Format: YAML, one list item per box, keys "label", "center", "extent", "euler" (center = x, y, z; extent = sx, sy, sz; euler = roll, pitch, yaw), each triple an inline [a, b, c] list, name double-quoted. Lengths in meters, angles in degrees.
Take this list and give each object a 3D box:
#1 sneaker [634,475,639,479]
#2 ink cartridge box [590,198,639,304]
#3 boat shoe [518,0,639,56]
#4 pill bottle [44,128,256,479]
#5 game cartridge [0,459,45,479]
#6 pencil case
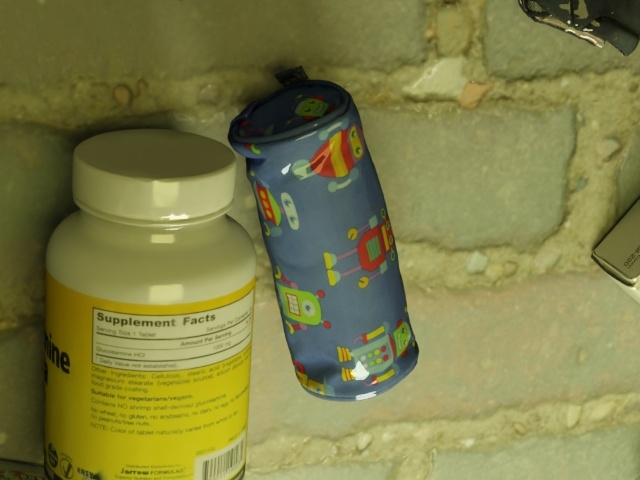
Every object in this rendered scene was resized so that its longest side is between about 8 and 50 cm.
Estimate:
- label: "sneaker"
  center: [0.493, 0.221, 1.828]
  extent: [0.321, 0.126, 0.127]
  euler: [-42, 126, 0]
- label: "ink cartridge box"
  center: [0.417, 0.032, 1.737]
  extent: [0.158, 0.092, 0.218]
  euler: [-49, 122, 2]
- label: "boat shoe"
  center: [0.203, -0.293, 1.487]
  extent: [0.340, 0.127, 0.158]
  euler: [25, 93, -30]
- label: "pill bottle"
  center: [-0.153, 0.079, 1.462]
  extent: [0.187, 0.188, 0.334]
  euler: [-4, 112, -21]
- label: "game cartridge"
  center: [-0.295, 0.267, 1.476]
  extent: [0.297, 0.198, 0.062]
  euler: [13, 105, -27]
- label: "pencil case"
  center: [0.000, 0.000, 1.510]
  extent: [0.119, 0.133, 0.306]
  euler: [-45, 129, -43]
